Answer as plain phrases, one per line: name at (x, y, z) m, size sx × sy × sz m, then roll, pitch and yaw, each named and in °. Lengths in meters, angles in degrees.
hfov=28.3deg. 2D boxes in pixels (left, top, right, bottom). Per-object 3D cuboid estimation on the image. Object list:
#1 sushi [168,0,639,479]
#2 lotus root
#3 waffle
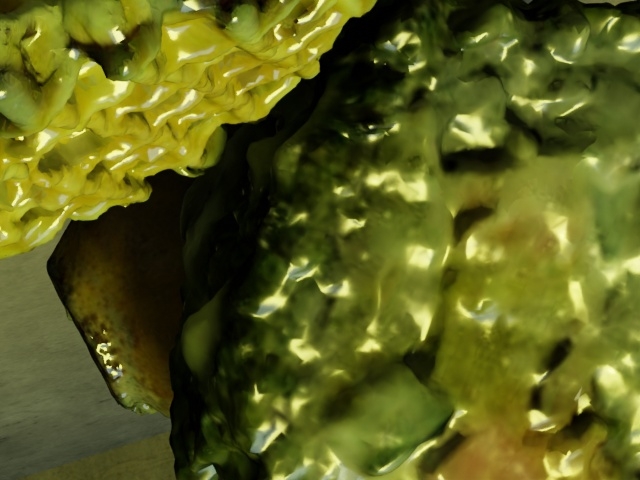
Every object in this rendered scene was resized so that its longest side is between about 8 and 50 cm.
sushi at (0.074, 0.039, 0.653) m, size 0.294 × 0.352 × 0.178 m, roll 19°, pitch -178°, yaw -19°
lotus root at (0.000, 0.000, 0.832) m, size 0.346 × 0.250 × 0.250 m, roll -20°, pitch 168°, yaw -16°
waffle at (-0.078, -0.058, 0.477) m, size 0.223 × 0.054 × 0.204 m, roll -27°, pitch 174°, yaw -37°
